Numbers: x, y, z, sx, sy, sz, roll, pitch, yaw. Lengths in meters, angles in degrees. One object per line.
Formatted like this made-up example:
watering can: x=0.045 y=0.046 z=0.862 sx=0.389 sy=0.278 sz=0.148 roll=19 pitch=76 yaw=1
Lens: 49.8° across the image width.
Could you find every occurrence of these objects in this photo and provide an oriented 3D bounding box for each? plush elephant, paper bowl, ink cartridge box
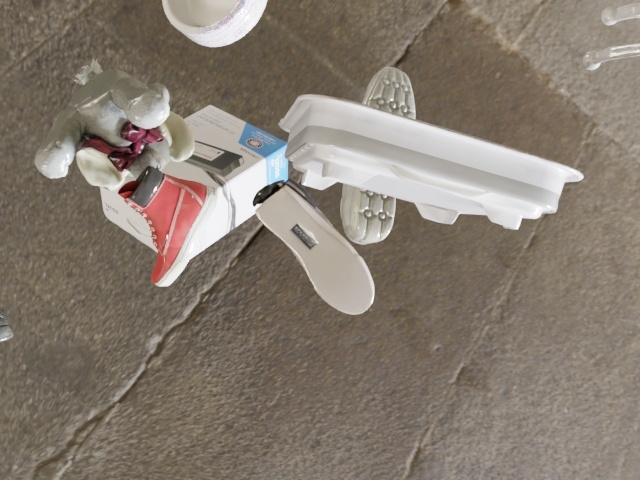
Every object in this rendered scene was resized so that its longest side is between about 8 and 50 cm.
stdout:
plush elephant: x=-0.397 y=-0.202 z=1.416 sx=0.272 sy=0.330 sz=0.255 roll=-30 pitch=130 yaw=2
paper bowl: x=-0.271 y=-0.660 z=1.852 sx=0.148 sy=0.284 sz=0.284 roll=18 pitch=56 yaw=-67
ink cartridge box: x=-0.313 y=-0.154 z=1.745 sx=0.285 sy=0.166 sz=0.395 roll=29 pitch=47 yaw=25

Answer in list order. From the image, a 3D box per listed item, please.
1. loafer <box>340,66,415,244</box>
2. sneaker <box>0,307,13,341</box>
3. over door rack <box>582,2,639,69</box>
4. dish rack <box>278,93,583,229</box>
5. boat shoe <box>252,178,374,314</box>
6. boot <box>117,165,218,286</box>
loafer: x=0.093 y=-0.151 z=1.235 sx=0.112 sy=0.111 sz=0.319 roll=16 pitch=82 yaw=-20
sneaker: x=-0.721 y=0.164 z=1.321 sx=0.227 sy=0.087 sz=0.130 roll=-19 pitch=88 yaw=-46
over door rack: x=0.399 y=-0.297 z=0.821 sx=0.324 sy=0.108 sz=0.239 roll=21 pitch=83 yaw=-57
dish rack: x=0.091 y=-0.074 z=0.763 sx=0.285 sy=0.333 sz=0.072 roll=16 pitch=91 yaw=-8
boat shoe: x=0.000 y=0.000 z=1.507 sx=0.340 sy=0.127 sz=0.158 roll=52 pitch=16 yaw=-8
boot: x=-0.330 y=-0.028 z=1.359 sx=0.176 sy=0.244 sz=0.088 roll=18 pitch=26 yaw=-25
